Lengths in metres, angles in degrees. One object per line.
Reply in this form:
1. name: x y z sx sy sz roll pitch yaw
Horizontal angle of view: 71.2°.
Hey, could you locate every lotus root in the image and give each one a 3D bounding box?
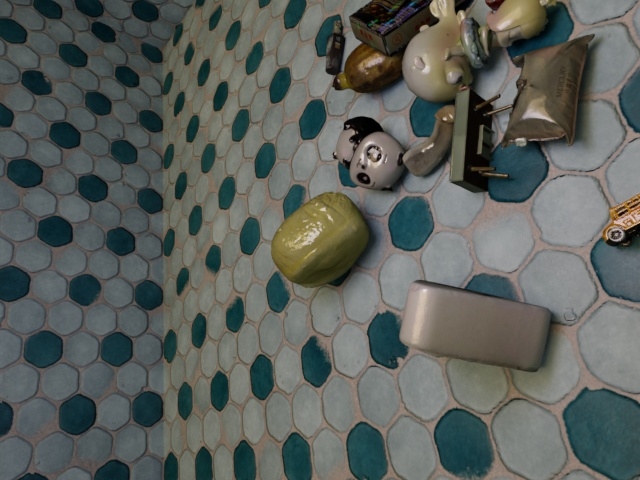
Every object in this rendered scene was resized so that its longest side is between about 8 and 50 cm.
1. lotus root: 0.178 -0.575 1.458 0.314 0.141 0.169 -22 54 26

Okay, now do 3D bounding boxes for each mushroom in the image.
1. mushroom: 0.321 -0.276 1.253 0.092 0.081 0.223 46 135 12

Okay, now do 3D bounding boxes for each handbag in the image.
1. handbag: 0.517 -0.342 1.044 0.182 0.117 0.270 6 80 46

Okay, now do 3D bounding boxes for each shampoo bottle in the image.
1. shampoo bottle: 0.055 -0.745 1.724 0.063 0.057 0.208 -7 74 56

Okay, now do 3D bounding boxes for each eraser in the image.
1. eraser: 0.356 0.189 1.031 0.331 0.331 0.150 14 89 50

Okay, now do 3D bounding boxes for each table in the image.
1. table: 0.415 -0.256 1.138 0.111 0.121 0.240 -2 80 49

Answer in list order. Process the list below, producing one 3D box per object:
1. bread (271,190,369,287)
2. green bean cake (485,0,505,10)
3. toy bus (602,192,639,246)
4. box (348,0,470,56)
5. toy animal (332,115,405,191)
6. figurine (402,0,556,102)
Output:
1. bread: -0.007 -0.008 1.425 0.237 0.320 0.320 48 118 22
2. green bean cake: 0.513 -0.693 1.185 0.135 0.056 0.136 3 82 50
3. toy bus: 0.633 -0.052 0.878 0.162 0.069 0.074 -39 53 35
4. box: 0.265 -0.696 1.338 0.310 0.084 0.198 -36 48 -2
5. toy animal: 0.160 -0.264 1.397 0.235 0.165 0.187 59 142 39
6. figurine: 0.396 -0.541 1.170 0.394 0.226 0.274 -18 94 35
